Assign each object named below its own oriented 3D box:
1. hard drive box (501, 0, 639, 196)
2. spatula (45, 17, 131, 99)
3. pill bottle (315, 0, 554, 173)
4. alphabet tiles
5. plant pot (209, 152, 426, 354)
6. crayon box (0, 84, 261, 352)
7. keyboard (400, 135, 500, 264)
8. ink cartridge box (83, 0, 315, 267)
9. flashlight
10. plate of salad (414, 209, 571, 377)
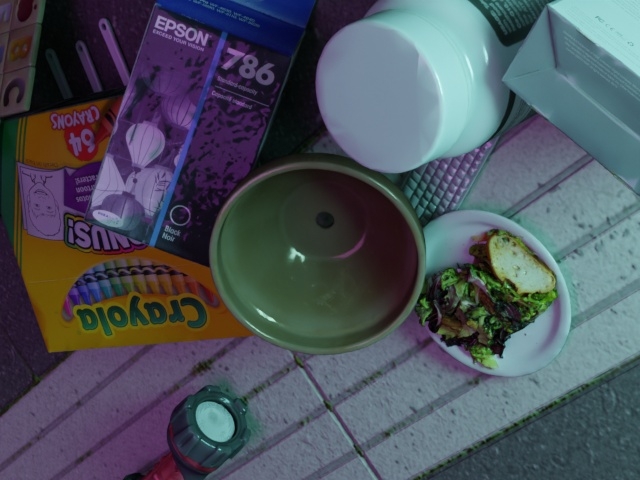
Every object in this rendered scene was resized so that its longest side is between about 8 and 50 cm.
[{"bbox_3d":[0.297,-0.144,1.245,0.181,0.232,0.089,43,132,17],"label":"hard drive box"},{"bbox_3d":[-0.273,-0.151,1.864,0.168,0.019,0.242,-16,99,44],"label":"spatula"},{"bbox_3d":[0.131,-0.169,1.335,0.161,0.283,0.161,18,120,33],"label":"pill bottle"},{"bbox_3d":[-0.473,-0.223,1.890,0.342,0.011,0.285,-7,70,42],"label":"alphabet tiles"},{"bbox_3d":[0.000,0.000,1.608,0.237,0.110,0.237,2,117,4],"label":"plant pot"},{"bbox_3d":[-0.232,-0.031,1.808,0.363,0.106,0.313,-7,105,36],"label":"crayon box"},{"bbox_3d":[0.120,-0.047,1.590,0.072,0.014,0.256,41,131,17],"label":"keyboard"},{"bbox_3d":[-0.134,-0.147,1.609,0.165,0.065,0.333,20,105,0],"label":"ink cartridge box"},{"bbox_3d":[-0.206,0.308,1.970,0.103,0.103,0.304,51,132,7],"label":"flashlight"},{"bbox_3d":[0.175,0.063,1.567,0.200,0.048,0.200,17,123,28],"label":"plate of salad"}]
